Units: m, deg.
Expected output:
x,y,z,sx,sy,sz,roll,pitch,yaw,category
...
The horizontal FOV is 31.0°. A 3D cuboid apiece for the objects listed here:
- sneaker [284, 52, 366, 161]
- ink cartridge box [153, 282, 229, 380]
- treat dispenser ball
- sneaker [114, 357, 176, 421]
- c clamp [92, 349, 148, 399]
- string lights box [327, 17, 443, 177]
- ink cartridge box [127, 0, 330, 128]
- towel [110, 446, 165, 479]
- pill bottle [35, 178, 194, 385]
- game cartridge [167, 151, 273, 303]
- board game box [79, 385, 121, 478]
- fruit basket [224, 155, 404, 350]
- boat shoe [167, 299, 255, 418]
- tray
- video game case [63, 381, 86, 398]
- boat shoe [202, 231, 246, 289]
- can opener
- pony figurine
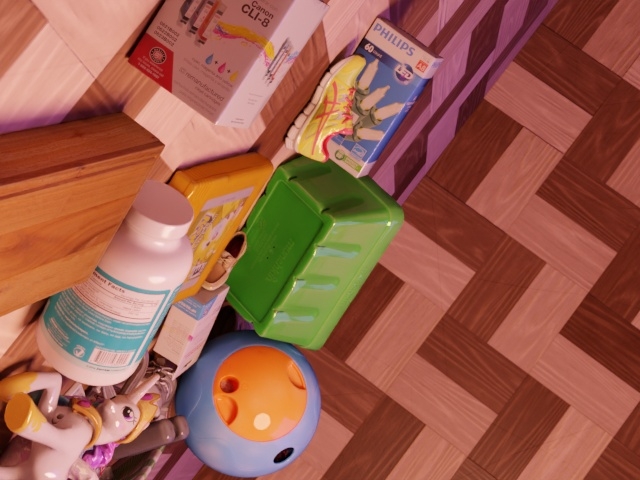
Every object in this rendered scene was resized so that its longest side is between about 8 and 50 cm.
x,y,z,sx,sy,sz,roll,pitch,yaw,category
0.029,-0.228,2.015,0.208,0.094,0.081,-57,168,14,sneaker
-0.244,0.158,2.131,0.104,0.061,0.181,-38,156,-61,ink cartridge box
-0.142,0.319,2.270,0.288,0.288,0.288,-51,170,-12,treat dispenser ball
-0.326,0.266,2.154,0.281,0.105,0.115,108,4,-78,sneaker
-0.333,0.210,1.927,0.161,0.022,0.137,-56,142,-50,c clamp
0.094,-0.259,2.098,0.260,0.133,0.077,-57,169,18,string lights box
-0.098,-0.231,1.280,0.176,0.128,0.127,-56,170,9,ink cartridge box
-0.418,0.490,2.271,0.248,0.038,0.325,-38,-175,13,towel
-0.256,0.050,1.480,0.264,0.146,0.146,-58,169,29,pill bottle
-0.213,0.001,1.802,0.285,0.052,0.323,-57,171,19,game cartridge
-0.393,0.345,1.954,0.194,0.060,0.194,97,20,-45,board game box
0.000,0.000,2.286,0.392,0.283,0.392,-35,153,-21,fruit basket
-0.247,0.269,2.445,0.341,0.121,0.110,-65,164,9,boat shoe
-0.320,-0.010,1.177,0.203,0.076,0.411,-57,171,20,tray
-0.425,0.285,1.921,0.087,0.011,0.122,-50,170,-21,video game case
-0.178,0.033,2.113,0.135,0.050,0.045,-59,173,-39,boat shoe
-0.356,0.404,2.157,0.283,0.095,0.076,-23,169,35,can opener
-0.390,0.339,1.644,0.351,0.302,0.363,-63,154,5,pony figurine
